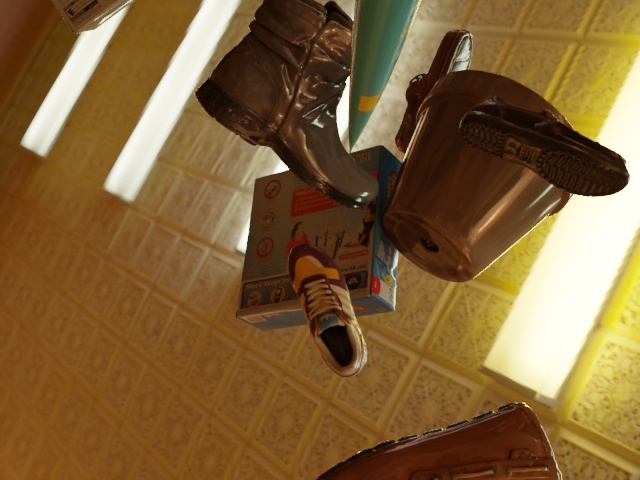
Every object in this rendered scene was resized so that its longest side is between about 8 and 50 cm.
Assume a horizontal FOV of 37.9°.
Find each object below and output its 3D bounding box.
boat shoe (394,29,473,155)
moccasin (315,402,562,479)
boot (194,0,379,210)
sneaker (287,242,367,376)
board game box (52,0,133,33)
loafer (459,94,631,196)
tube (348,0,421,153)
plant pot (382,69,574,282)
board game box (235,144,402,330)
[{"bbox_3d":[0.227,-0.307,1.963,0.104,0.110,0.307,31,-59,27],"label":"boat shoe"},{"bbox_3d":[0.129,0.337,1.206,0.139,0.380,0.147,101,-29,-54],"label":"moccasin"},{"bbox_3d":[0.012,-0.198,1.316,0.223,0.338,0.118,-51,-144,10],"label":"boot"},{"bbox_3d":[0.009,0.086,1.195,0.069,0.084,0.185,-27,-98,4],"label":"sneaker"},{"bbox_3d":[-0.374,-0.512,1.449,0.224,0.303,0.097,-31,-170,15],"label":"board game box"},{"bbox_3d":[0.287,-0.128,1.161,0.080,0.220,0.078,109,7,-62],"label":"loafer"},{"bbox_3d":[0.043,-0.154,0.683,0.207,0.052,0.080,102,11,-60],"label":"tube"},{"bbox_3d":[0.261,-0.091,1.650,0.323,0.323,0.280,8,-127,51],"label":"plant pot"},{"bbox_3d":[0.000,0.000,1.763,0.308,0.086,0.302,-11,-120,34],"label":"board game box"}]
